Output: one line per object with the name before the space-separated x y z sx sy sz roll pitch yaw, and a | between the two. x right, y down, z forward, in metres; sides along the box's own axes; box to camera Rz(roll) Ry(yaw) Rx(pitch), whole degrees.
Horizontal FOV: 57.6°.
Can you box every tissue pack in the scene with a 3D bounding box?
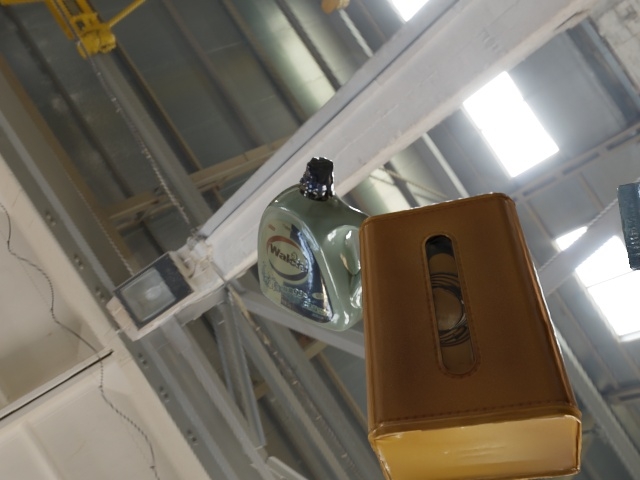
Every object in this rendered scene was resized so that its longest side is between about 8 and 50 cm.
tissue pack | 0.143 0.101 0.630 0.145 0.194 0.274 65 -162 -44

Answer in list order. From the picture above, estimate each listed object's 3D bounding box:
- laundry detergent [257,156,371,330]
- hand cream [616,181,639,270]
laundry detergent | 0.000 0.000 0.954 0.215 0.280 0.105 27 -141 20
hand cream | 0.420 -0.039 0.527 0.058 0.271 0.091 -65 -41 -66
